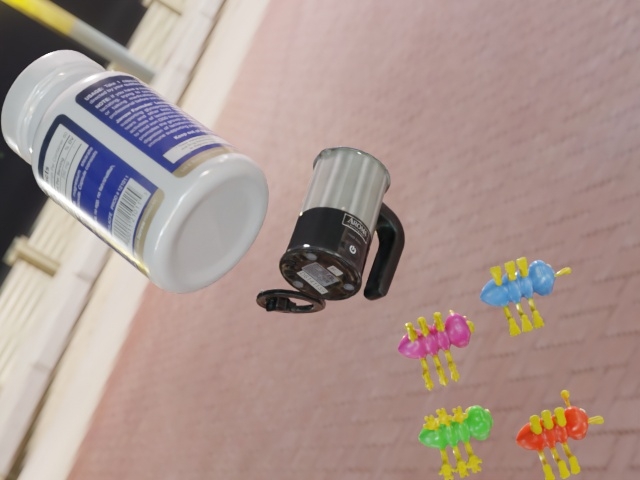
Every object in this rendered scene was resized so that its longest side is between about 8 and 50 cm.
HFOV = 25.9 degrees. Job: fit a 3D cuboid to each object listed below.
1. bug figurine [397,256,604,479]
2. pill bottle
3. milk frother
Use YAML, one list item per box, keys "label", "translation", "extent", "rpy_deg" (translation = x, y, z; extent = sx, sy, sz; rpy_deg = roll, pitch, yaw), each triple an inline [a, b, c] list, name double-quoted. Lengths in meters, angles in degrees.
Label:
- label: "bug figurine"
  translation: [0.205, 0.152, 1.618]
  extent: [0.216, 0.279, 0.072]
  rpy_deg: [-15, 18, 0]
- label: "pill bottle"
  translation: [-0.190, -0.076, 1.384]
  extent: [0.153, 0.265, 0.153]
  rpy_deg: [-36, -33, -28]
- label: "milk frother"
  translation: [0.000, 0.000, 1.413]
  extent: [0.143, 0.129, 0.135]
  rpy_deg: [-7, 47, 31]
